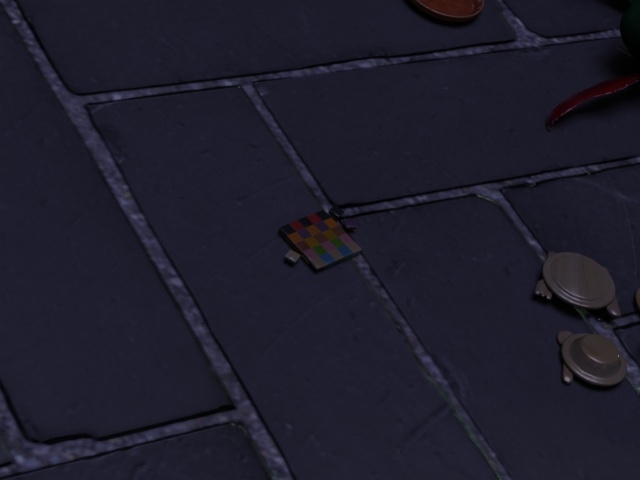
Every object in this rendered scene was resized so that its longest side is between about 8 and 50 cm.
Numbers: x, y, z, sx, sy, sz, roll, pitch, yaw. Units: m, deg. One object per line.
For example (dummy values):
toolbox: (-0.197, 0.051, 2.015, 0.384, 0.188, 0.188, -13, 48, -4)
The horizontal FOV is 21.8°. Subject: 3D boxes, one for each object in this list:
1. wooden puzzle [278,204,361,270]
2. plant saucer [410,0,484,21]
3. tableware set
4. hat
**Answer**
wooden puzzle: (0.000, 0.000, 1.329, 0.083, 0.006, 0.049, -22, 58, -39)
plant saucer: (0.119, -0.240, 1.624, 0.083, 0.013, 0.083, 12, 43, -11)
tableware set: (0.255, 0.071, 1.359, 0.168, 0.020, 0.141, 12, 41, -10)
hat: (0.303, -0.194, 1.623, 0.183, 0.208, 0.173, -16, 78, 13)
